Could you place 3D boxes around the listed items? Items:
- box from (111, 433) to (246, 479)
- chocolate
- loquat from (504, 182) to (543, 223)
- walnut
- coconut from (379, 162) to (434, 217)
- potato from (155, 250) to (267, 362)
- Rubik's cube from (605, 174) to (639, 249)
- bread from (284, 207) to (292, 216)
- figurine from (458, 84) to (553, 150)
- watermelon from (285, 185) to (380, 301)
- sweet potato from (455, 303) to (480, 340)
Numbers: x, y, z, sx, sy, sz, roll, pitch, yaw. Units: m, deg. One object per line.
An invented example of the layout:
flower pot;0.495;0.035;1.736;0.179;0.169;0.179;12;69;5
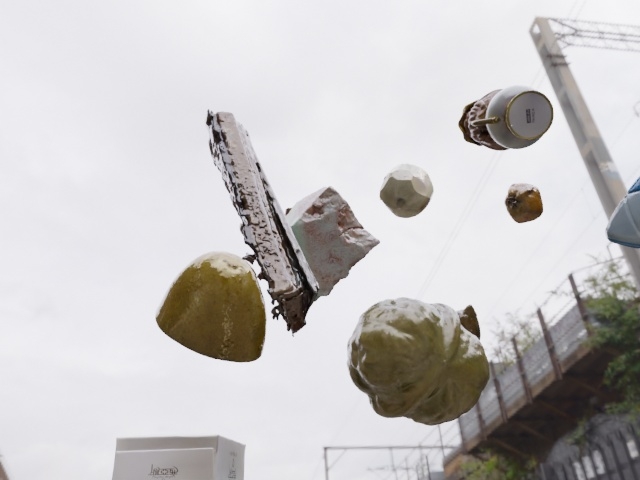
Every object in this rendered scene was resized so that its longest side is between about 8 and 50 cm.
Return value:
box;-0.280;0.469;1.216;0.203;0.116;0.274;-2;-23;3
chocolate;-0.079;-0.036;0.731;0.065;0.329;0.102;-16;-36;-13
loquat;0.619;-0.116;1.808;0.113;0.137;0.137;-9;-32;38
walnut;0.194;0.246;1.235;0.253;0.282;0.277;-30;2;-19
coconut;0.262;-0.152;1.825;0.161;0.162;0.161;11;-60;20
potato;-0.170;0.097;1.012;0.178;0.203;0.158;5;-65;-49
Rubik's cube;0.639;-0.039;1.070;0.255;0.254;0.254;-2;-36;-2
bread;-0.085;-0.034;1.915;0.067;0.119;0.192;6;-67;6
figurine;0.414;-0.274;1.330;0.190;0.142;0.263;-2;9;-6
watermelon;0.000;0.000;1.480;0.232;0.310;0.193;-35;-74;22
sweet potato;0.316;0.320;1.575;0.131;0.130;0.422;6;-44;-12
